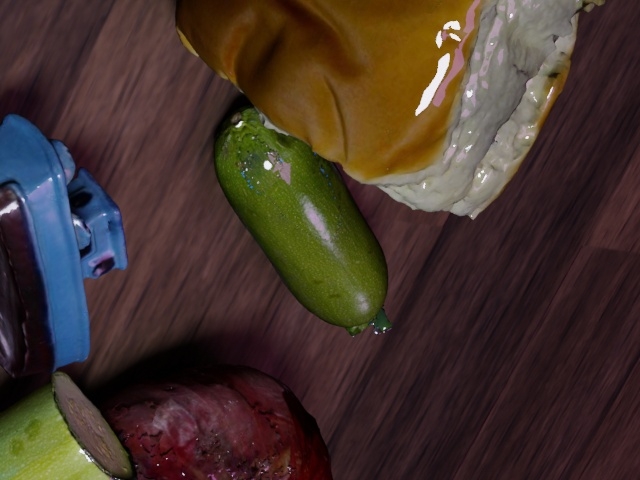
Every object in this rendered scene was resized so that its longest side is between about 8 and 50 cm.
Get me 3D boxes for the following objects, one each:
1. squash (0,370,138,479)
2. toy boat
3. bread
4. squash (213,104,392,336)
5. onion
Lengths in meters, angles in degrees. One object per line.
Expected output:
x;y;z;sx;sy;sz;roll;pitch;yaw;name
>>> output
-0.228;0.177;1.349;0.188;0.095;0.095;-34;148;7;squash
-0.174;0.007;1.273;0.097;0.100;0.223;-30;146;-23;toy boat
0.053;-0.166;1.247;0.225;0.279;0.250;26;99;-43;bread
-0.001;0.001;1.499;0.087;0.087;0.331;-47;149;-10;squash
-0.087;0.217;1.468;0.252;0.219;0.252;-30;133;-38;onion
